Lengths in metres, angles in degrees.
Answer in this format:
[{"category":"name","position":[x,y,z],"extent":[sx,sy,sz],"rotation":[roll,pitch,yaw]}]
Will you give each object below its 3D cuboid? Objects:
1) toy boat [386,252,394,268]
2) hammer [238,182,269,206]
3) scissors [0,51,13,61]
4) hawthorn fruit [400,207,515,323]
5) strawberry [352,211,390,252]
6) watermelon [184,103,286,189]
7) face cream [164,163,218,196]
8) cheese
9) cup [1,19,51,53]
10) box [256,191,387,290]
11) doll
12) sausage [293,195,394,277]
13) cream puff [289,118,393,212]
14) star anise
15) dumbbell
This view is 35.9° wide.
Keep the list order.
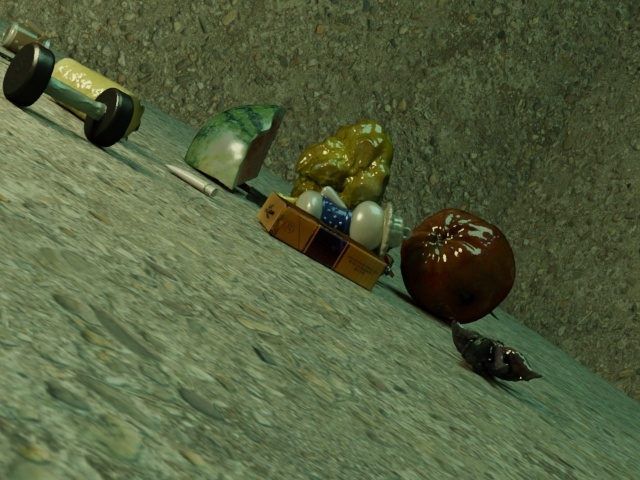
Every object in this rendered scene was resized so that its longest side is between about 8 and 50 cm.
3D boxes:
[{"category":"toy boat","position":[0.090,0.028,2.213],"extent":[0.172,0.065,0.066],"rotation":[25,-10,32]},{"category":"hammer","position":[-0.197,-0.138,2.360],"extent":[0.288,0.033,0.111],"rotation":[34,4,38]},{"category":"scissors","position":[-0.585,-0.345,2.117],"extent":[0.317,0.024,0.160],"rotation":[27,7,-42]},{"category":"hawthorn fruit","position":[0.302,0.058,2.187],"extent":[0.258,0.258,0.262],"rotation":[33,-6,21]},{"category":"strawberry","position":[0.069,-0.009,2.363],"extent":[0.237,0.111,0.190],"rotation":[8,13,6]},{"category":"watermelon","position":[-0.192,-0.219,2.278],"extent":[0.176,0.256,0.260],"rotation":[61,8,-3]},{"category":"face cream","position":[-0.244,-0.116,1.865],"extent":[0.115,0.020,0.038],"rotation":[29,4,18]},{"category":"cheese","position":[-0.428,-0.271,1.874],"extent":[0.167,0.094,0.123],"rotation":[33,7,25]},{"category":"cup","position":[-0.721,-0.489,2.425],"extent":[0.099,0.074,0.102],"rotation":[26,-14,-32]},{"category":"box","position":[0.000,-0.001,1.920],"extent":[0.237,0.070,0.152],"rotation":[28,5,-17]},{"category":"doll","position":[0.048,-0.039,2.057],"extent":[0.293,0.138,0.119],"rotation":[10,-15,-6]},{"category":"sausage","position":[0.044,0.002,2.140],"extent":[0.274,0.074,0.074],"rotation":[32,4,9]},{"category":"cream puff","position":[0.051,-0.194,2.794],"extent":[0.257,0.324,0.291],"rotation":[10,39,-14]},{"category":"star anise","position":[0.293,0.199,1.667],"extent":[0.181,0.061,0.204],"rotation":[26,1,7]},{"category":"dumbbell","position":[-0.401,-0.230,1.579],"extent":[0.191,0.100,0.100],"rotation":[28,5,-40]}]
